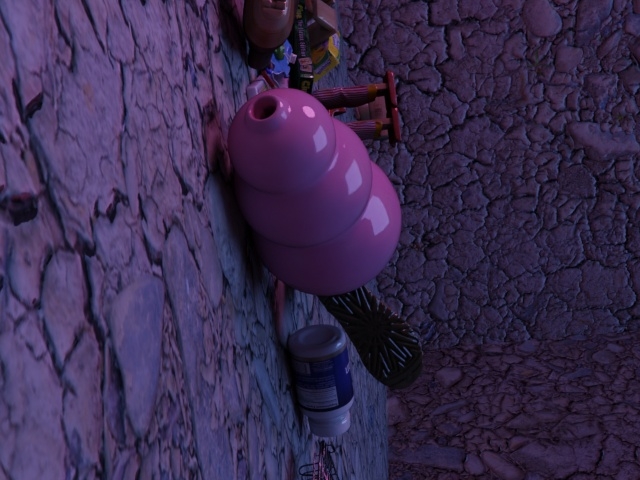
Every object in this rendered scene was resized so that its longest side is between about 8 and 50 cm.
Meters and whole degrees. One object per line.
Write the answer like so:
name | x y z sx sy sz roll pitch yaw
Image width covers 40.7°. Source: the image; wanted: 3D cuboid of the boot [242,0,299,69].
boot | -0.062 -0.377 1.198 0.207 0.090 0.249 157 -55 -79

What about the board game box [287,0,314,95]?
board game box | -0.042 -0.335 1.570 0.136 0.030 0.260 105 -17 -52

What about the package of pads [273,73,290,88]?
package of pads | -0.065 -0.246 1.485 0.050 0.031 0.083 -66 151 -84

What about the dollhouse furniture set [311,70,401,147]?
dollhouse furniture set | 0.065 -0.267 1.958 0.374 0.201 0.152 54 29 -89

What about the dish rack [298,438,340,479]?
dish rack | 0.004 0.446 1.329 0.272 0.074 0.208 75 10 -46

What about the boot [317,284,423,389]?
boot | 0.053 0.098 1.384 0.236 0.089 0.269 56 -2 -15

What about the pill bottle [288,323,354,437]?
pill bottle | 0.005 0.230 1.401 0.094 0.094 0.169 -79 162 -67

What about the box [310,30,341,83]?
box | -0.009 -0.372 1.755 0.043 0.105 0.179 45 26 -23

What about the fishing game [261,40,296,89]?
fishing game | -0.068 -0.349 1.388 0.189 0.041 0.264 49 34 -67

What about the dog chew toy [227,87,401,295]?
dog chew toy | -0.016 -0.068 1.103 0.332 0.206 0.207 61 23 -55

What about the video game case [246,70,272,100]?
video game case | -0.084 -0.180 1.338 0.157 0.019 0.143 -75 157 -70

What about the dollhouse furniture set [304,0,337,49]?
dollhouse furniture set | -0.065 -0.476 1.718 0.151 0.123 0.144 24 52 -41
